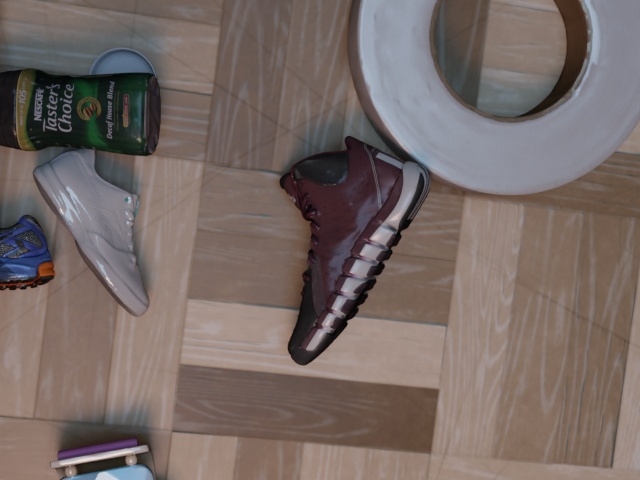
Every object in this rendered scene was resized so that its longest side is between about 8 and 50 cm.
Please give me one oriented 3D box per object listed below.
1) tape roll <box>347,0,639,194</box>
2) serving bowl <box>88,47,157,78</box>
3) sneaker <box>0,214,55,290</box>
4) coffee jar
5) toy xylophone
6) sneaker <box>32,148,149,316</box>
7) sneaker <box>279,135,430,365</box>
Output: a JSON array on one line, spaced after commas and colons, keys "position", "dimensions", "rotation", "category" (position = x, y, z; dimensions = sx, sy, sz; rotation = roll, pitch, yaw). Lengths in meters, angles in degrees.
[{"position": [0.229, -0.248, 1.310], "dimensions": [0.392, 0.072, 0.392], "rotation": [0, 93, -10], "category": "tape roll"}, {"position": [-0.232, -0.187, 1.255], "dimensions": [0.083, 0.027, 0.083], "rotation": [1, 102, 5], "category": "serving bowl"}, {"position": [-0.421, 0.015, 1.223], "dimensions": [0.221, 0.083, 0.087], "rotation": [-2, 78, -12], "category": "sneaker"}, {"position": [-0.280, -0.147, 1.211], "dimensions": [0.184, 0.079, 0.096], "rotation": [2, 96, 5], "category": "coffee jar"}, {"position": [-0.267, 0.398, 1.260], "dimensions": [0.236, 0.081, 0.322], "rotation": [-17, 96, -8], "category": "toy xylophone"}, {"position": [-0.246, -0.014, 1.248], "dimensions": [0.094, 0.080, 0.212], "rotation": [-33, 97, -18], "category": "sneaker"}, {"position": [0.000, 0.000, 1.287], "dimensions": [0.162, 0.106, 0.281], "rotation": [32, 93, 10], "category": "sneaker"}]
